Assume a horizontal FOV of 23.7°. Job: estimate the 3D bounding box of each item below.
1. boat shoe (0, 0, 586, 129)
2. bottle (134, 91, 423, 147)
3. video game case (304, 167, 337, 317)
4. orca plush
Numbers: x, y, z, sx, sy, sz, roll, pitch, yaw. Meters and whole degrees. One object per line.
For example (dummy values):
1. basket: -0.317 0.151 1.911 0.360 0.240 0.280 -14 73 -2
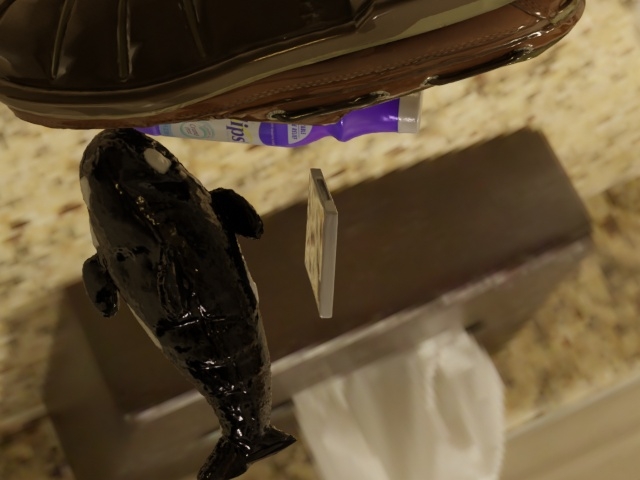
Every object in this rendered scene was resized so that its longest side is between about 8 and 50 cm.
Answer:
1. boat shoe: -0.020 -0.098 0.764 0.307 0.110 0.104 -8 151 17
2. bottle: -0.044 -0.146 1.452 0.283 0.092 0.118 6 139 4
3. video game case: 0.000 0.000 1.225 0.011 0.087 0.122 1 -161 -7
4. orca plush: -0.116 0.054 1.156 0.151 0.287 0.102 -8 -171 11
